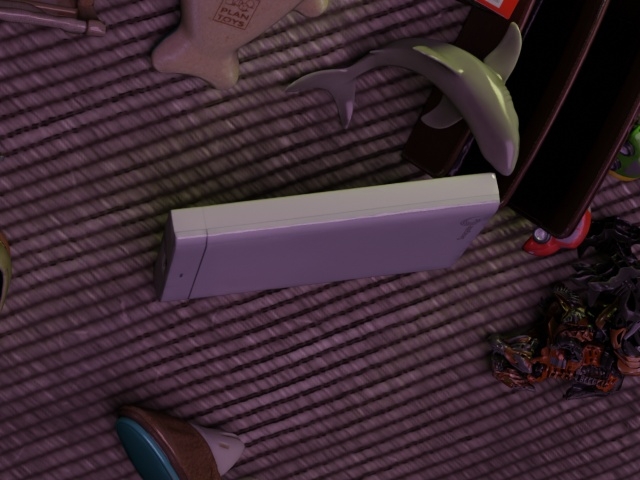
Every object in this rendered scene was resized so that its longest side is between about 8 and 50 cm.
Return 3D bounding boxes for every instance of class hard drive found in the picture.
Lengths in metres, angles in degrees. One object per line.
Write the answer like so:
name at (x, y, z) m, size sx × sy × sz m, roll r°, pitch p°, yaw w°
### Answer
hard drive at (0.000, 0.000, 1.837) m, size 0.353 × 0.233 × 0.047 m, roll -7°, pitch 73°, yaw -13°

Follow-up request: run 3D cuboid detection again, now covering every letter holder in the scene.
letter holder at (0.253, -0.179, 1.876) m, size 0.152 × 0.214 × 0.301 m, roll 23°, pitch 98°, yaw -23°

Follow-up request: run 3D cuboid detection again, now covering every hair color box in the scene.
hair color box at (0.165, -0.291, 1.853) m, size 0.072 × 0.141 × 0.043 m, roll 25°, pitch 97°, yaw -23°

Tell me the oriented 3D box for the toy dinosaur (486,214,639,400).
toy dinosaur at (0.366, 0.092, 2.034) m, size 0.322 × 0.164 × 0.218 m, roll -20°, pitch 117°, yaw -13°

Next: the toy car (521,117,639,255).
toy car at (0.348, -0.080, 1.912) m, size 0.053 × 0.225 × 0.239 m, roll 43°, pitch 68°, yaw 4°

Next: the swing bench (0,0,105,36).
swing bench at (-0.332, -0.354, 1.663) m, size 0.253 × 0.165 × 0.254 m, roll 8°, pitch 109°, yaw -21°

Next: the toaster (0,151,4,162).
toaster at (-0.446, -0.108, 1.714) m, size 0.227 × 0.129 × 0.146 m, roll -7°, pitch 110°, yaw -18°

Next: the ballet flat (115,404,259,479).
ballet flat at (-0.128, 0.306, 1.963) m, size 0.124 × 0.116 × 0.342 m, roll -37°, pitch 116°, yaw -27°

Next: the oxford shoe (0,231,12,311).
oxford shoe at (-0.443, 0.143, 1.787) m, size 0.123 × 0.130 × 0.348 m, roll 23°, pitch 98°, yaw -23°

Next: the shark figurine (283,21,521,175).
shark figurine at (0.106, -0.189, 1.821) m, size 0.116 × 0.278 × 0.166 m, roll 16°, pitch 92°, yaw -58°

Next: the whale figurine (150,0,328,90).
whale figurine at (-0.094, -0.297, 1.791) m, size 0.216 × 0.141 × 0.272 m, roll 13°, pitch 126°, yaw -22°
